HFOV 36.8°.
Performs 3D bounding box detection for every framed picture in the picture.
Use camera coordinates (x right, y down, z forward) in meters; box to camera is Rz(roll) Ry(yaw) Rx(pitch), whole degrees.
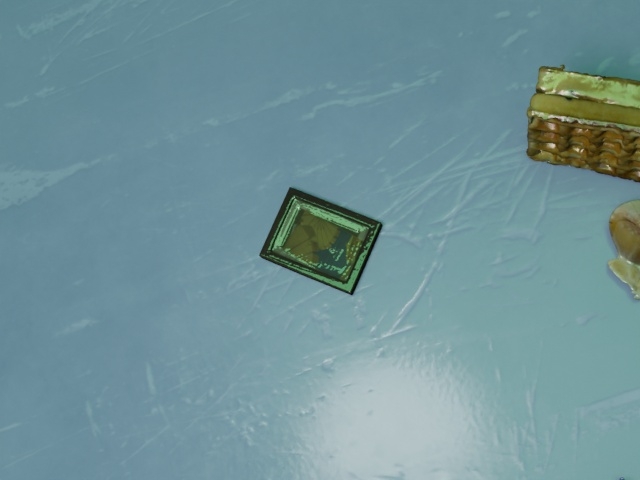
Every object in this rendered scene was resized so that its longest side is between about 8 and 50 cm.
[{"bbox_3d":[0.000,0.000,1.580,0.168,0.023,0.128,22,83,15],"label":"framed picture"}]

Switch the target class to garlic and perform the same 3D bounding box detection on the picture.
[{"bbox_3d":[0.504,0.013,1.439,0.124,0.099,0.174,-33,72,-12],"label":"garlic"}]

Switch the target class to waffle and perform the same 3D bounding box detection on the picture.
[{"bbox_3d":[0.464,-0.159,1.420,0.307,0.213,0.091,14,79,15],"label":"waffle"}]

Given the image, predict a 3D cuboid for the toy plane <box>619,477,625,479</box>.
[{"bbox_3d":[0.482,0.404,1.383,0.167,0.054,0.062,32,111,17],"label":"toy plane"}]
